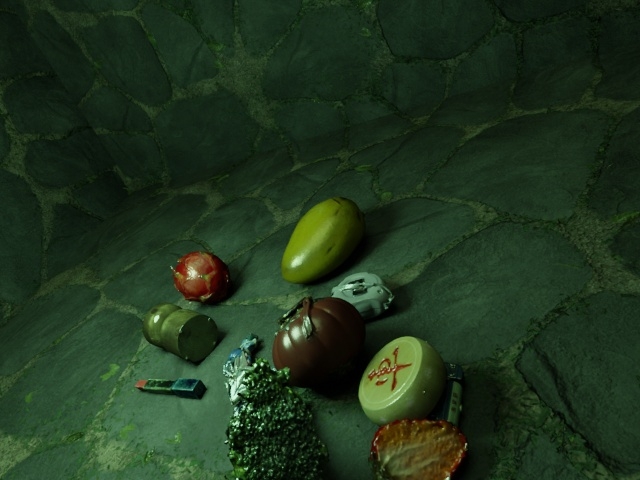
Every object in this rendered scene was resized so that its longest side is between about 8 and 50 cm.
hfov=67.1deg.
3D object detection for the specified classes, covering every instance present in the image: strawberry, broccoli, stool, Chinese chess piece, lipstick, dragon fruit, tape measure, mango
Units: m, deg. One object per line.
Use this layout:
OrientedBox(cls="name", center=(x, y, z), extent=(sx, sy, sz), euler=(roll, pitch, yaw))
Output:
OrientedBox(cls="strawberry", center=(0.224, 0.511, 1.121), extent=(0.236, 0.111, 0.190), euler=(-16, 57, -16))
OrientedBox(cls="broccoli", center=(-0.104, 0.527, 1.223), extent=(0.274, 0.397, 0.353), euler=(18, 63, 2))
OrientedBox(cls="stool", center=(-0.543, 0.349, 1.864), extent=(0.264, 0.179, 0.179), euler=(6, 42, 43))
OrientedBox(cls="Chinese chess piece", center=(0.210, 0.370, 1.265), extent=(0.251, 0.097, 0.251), euler=(-44, 16, 16))
OrientedBox(cls="lipstick", center=(-0.542, 0.522, 1.721), extent=(0.312, 0.051, 0.051), euler=(-7, 36, 31))
OrientedBox(cls="dragon fruit", center=(-0.506, 0.160, 2.084), extent=(0.241, 0.252, 0.241), euler=(-38, -6, -5))
OrientedBox(cls="tape measure", center=(0.136, 0.194, 1.674), extent=(0.236, 0.120, 0.197), euler=(-16, 29, 6))
OrientedBox(cls="mango", center=(0.000, 0.000, 1.980), extent=(0.445, 0.221, 0.301), euler=(-44, 37, -24))

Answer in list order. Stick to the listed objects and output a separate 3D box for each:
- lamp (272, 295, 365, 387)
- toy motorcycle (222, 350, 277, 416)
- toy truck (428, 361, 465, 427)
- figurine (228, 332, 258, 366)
OrientedBox(cls="lamp", center=(-0.008, 0.302, 1.453), extent=(0.303, 0.257, 0.303), euler=(-39, -6, -5))
OrientedBox(cls="toy motorcycle", center=(-0.205, 0.443, 1.544), extent=(0.204, 0.108, 0.239), euler=(-30, 58, -1))
OrientedBox(cls="toy truck", center=(0.322, 0.407, 1.240), extent=(0.088, 0.074, 0.202), euler=(-2, 37, 26))
OrientedBox(cls="figurine", center=(-0.267, 0.390, 1.702), extent=(0.086, 0.087, 0.149), euler=(-52, 11, 36))
